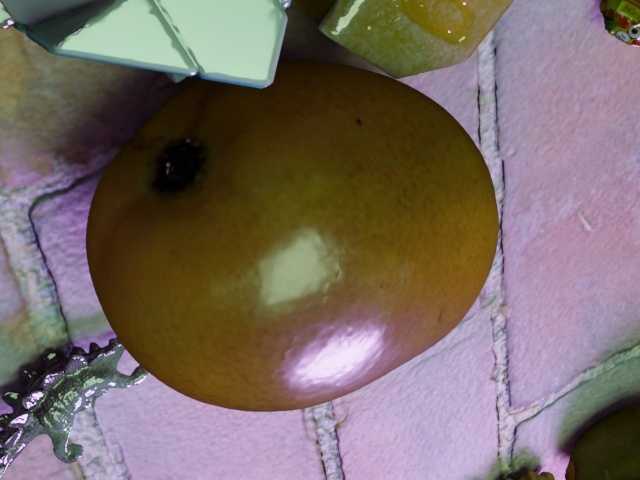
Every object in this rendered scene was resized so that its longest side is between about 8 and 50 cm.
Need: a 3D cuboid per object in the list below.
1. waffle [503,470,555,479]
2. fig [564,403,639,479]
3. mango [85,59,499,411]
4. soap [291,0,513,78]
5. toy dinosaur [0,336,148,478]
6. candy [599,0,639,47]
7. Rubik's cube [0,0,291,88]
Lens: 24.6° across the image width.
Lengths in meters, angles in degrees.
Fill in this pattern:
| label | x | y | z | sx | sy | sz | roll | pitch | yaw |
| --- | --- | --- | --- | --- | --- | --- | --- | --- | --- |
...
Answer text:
| label | x | y | z | sx | sy | sz | roll | pitch | yaw |
| --- | --- | --- | --- | --- | --- | --- | --- | --- | --- |
| waffle | 0.201 | 0.337 | 1.630 | 0.192 | 0.046 | 0.160 | -46 | 136 | 3 |
| fig | 0.356 | 0.252 | 1.628 | 0.166 | 0.154 | 0.144 | 10 | 138 | -7 |
| mango | 0.000 | 0.000 | 1.087 | 0.378 | 0.221 | 0.263 | 8 | 116 | -53 |
| soap | 0.099 | -0.230 | 1.073 | 0.140 | 0.073 | 0.232 | 27 | 106 | -42 |
| toy dinosaur | -0.215 | 0.138 | 1.158 | 0.209 | 0.039 | 0.082 | -52 | 135 | -6 |
| candy | 0.321 | -0.239 | 1.258 | 0.201 | 0.060 | 0.060 | -41 | 138 | -12 |
| Rubik's cube | -0.113 | -0.211 | 0.842 | 0.265 | 0.213 | 0.224 | 8 | 104 | -28 |
